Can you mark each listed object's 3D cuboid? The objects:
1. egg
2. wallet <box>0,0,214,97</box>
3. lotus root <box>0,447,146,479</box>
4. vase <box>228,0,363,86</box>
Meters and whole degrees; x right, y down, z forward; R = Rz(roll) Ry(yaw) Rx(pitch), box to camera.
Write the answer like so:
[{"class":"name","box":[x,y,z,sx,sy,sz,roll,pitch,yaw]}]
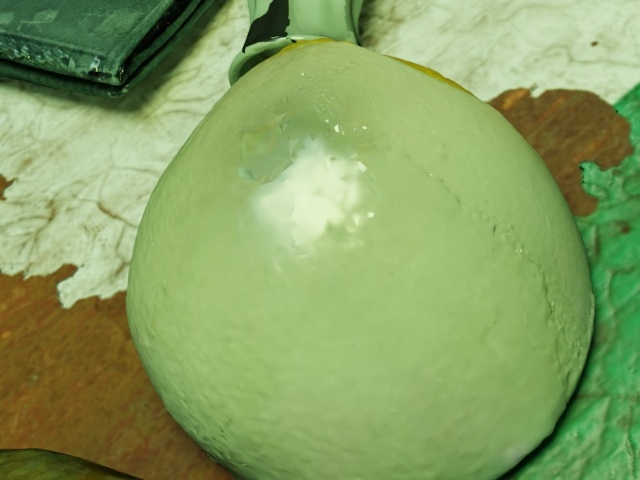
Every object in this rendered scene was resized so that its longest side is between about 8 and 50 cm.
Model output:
[{"class":"egg","box":[0.000,0.000,0.723,0.337,0.201,0.337,-12,55,18]},{"class":"wallet","box":[-0.238,-0.244,1.061,0.342,0.075,0.237,16,60,33]},{"class":"lotus root","box":[-0.058,0.237,0.575,0.346,0.250,0.250,0,59,19]},{"class":"vase","box":[-0.011,-0.283,0.933,0.165,0.165,0.360,-7,64,19]}]
